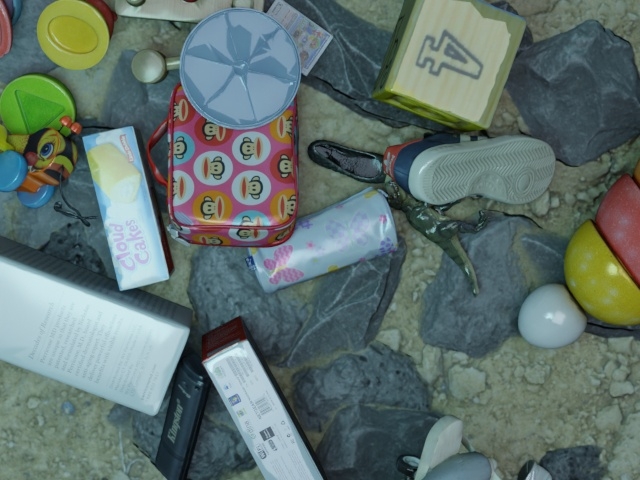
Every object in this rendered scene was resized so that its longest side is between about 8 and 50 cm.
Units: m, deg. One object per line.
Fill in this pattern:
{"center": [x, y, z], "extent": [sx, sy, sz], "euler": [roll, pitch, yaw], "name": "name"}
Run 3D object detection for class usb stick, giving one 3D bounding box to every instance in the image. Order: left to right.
{"center": [-0.236, 0.310, 1.891], "extent": [0.045, 0.077, 0.278], "euler": [-13, 136, -35], "name": "usb stick"}

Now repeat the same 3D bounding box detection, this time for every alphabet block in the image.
{"center": [0.217, -0.311, 1.902], "extent": [0.193, 0.192, 0.197], "euler": [20, 92, -5], "name": "alphabet block"}

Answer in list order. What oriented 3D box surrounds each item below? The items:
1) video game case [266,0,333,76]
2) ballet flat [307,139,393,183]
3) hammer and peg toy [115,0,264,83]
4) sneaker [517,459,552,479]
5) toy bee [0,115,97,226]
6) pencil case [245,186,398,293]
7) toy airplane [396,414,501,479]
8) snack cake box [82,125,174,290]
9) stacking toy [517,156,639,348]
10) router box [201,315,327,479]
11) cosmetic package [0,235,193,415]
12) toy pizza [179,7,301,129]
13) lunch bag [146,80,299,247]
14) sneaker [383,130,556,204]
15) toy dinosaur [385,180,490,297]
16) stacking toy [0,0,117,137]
{"center": [-0.051, -0.362, 1.961], "extent": [0.122, 0.011, 0.087], "euler": [35, 89, -6], "name": "video game case"}
{"center": [0.059, -0.137, 1.966], "extent": [0.173, 0.049, 0.057], "euler": [14, 93, -6], "name": "ballet flat"}
{"center": [-0.213, -0.444, 1.883], "extent": [0.266, 0.127, 0.361], "euler": [3, 96, -6], "name": "hammer and peg toy"}
{"center": [0.375, 0.485, 2.035], "extent": [0.061, 0.054, 0.152], "euler": [33, 89, -9], "name": "sneaker"}
{"center": [-0.469, -0.134, 1.849], "extent": [0.298, 0.195, 0.162], "euler": [21, 79, 10], "name": "toy bee"}
{"center": [0.000, 0.000, 1.938], "extent": [0.273, 0.113, 0.124], "euler": [-18, 80, -4], "name": "pencil case"}
{"center": [0.178, 0.519, 1.819], "extent": [0.272, 0.386, 0.384], "euler": [18, 63, 23], "name": "toy airplane"}
{"center": [-0.325, -0.057, 1.883], "extent": [0.089, 0.152, 0.264], "euler": [-14, 94, -5], "name": "snack cake box"}
{"center": [0.548, 0.027, 1.940], "extent": [0.480, 0.350, 0.350], "euler": [-35, 96, 15], "name": "stacking toy"}
{"center": [-0.087, 0.307, 1.854], "extent": [0.082, 0.301, 0.335], "euler": [-28, 95, -4], "name": "router box"}
{"center": [-0.452, 0.122, 1.843], "extent": [0.453, 0.230, 0.161], "euler": [22, 92, -6], "name": "cosmetic package"}
{"center": [-0.133, -0.284, 1.826], "extent": [0.201, 0.032, 0.201], "euler": [0, 92, -6], "name": "toy pizza"}
{"center": [-0.165, -0.136, 1.868], "extent": [0.258, 0.120, 0.293], "euler": [2, 71, -3], "name": "lunch bag"}
{"center": [0.260, -0.139, 1.936], "extent": [0.350, 0.148, 0.131], "euler": [-1, 109, -38], "name": "sneaker"}
{"center": [0.231, -0.033, 1.988], "extent": [0.118, 0.064, 0.268], "euler": [-43, 99, 2], "name": "toy dinosaur"}
{"center": [-0.515, -0.327, 1.896], "extent": [0.309, 0.130, 0.279], "euler": [17, 118, -4], "name": "stacking toy"}
